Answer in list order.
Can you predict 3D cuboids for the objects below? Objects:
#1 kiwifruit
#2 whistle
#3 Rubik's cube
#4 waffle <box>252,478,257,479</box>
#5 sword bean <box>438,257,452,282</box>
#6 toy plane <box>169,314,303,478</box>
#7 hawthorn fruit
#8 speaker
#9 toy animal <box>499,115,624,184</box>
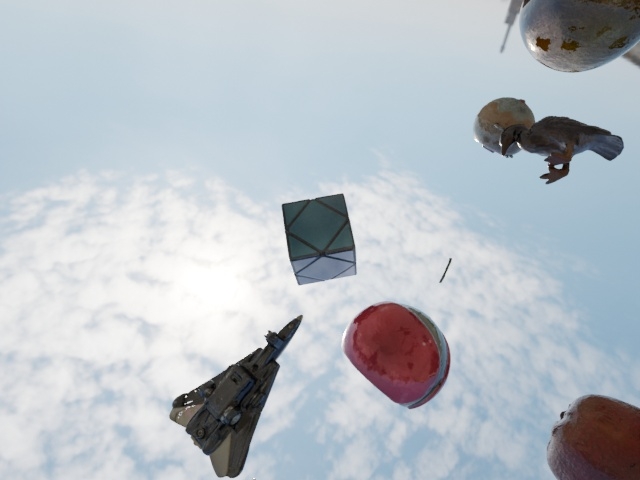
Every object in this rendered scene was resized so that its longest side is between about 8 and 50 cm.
[{"bbox_3d":[0.428,-0.379,0.732,0.195,0.196,0.234,13,174,5],"label":"kiwifruit"},{"bbox_3d":[0.598,-0.367,1.494,0.189,0.189,0.347,23,-162,20],"label":"whistle"},{"bbox_3d":[0.000,0.000,1.465,0.204,0.207,0.205,-10,-119,0],"label":"Rubik's cube"},{"bbox_3d":[-0.074,0.469,0.750,0.097,0.153,0.023,5,-170,30],"label":"waffle"},{"bbox_3d":[0.370,0.089,1.372,0.012,0.083,0.012,20,-168,-4],"label":"sword bean"},{"bbox_3d":[-0.140,0.268,0.897,0.204,0.316,0.103,34,177,29],"label":"toy plane"},{"bbox_3d":[0.442,0.328,0.688,0.168,0.169,0.188,-13,-145,-31],"label":"hawthorn fruit"},{"bbox_3d":[0.196,0.298,1.235,0.294,0.295,0.294,7,-147,-5],"label":"speaker"},{"bbox_3d":[0.649,-0.262,1.267,0.298,0.122,0.186,-6,-132,16],"label":"toy animal"}]
